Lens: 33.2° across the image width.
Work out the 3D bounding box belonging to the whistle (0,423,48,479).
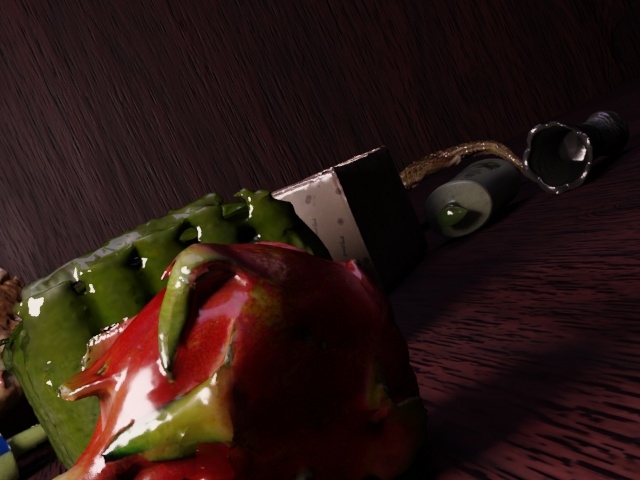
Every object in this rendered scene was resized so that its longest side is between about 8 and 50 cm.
[{"bbox_3d":[-0.411,0.267,1.270,0.227,0.085,0.105,-27,1,-38],"label":"whistle"}]

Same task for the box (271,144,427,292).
[{"bbox_3d":[0.000,0.000,1.554,0.225,0.190,0.297,-22,5,20],"label":"box"}]

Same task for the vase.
[{"bbox_3d":[0.411,-0.150,1.686,0.115,0.115,0.237,-22,0,35],"label":"vase"}]

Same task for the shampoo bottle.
[{"bbox_3d":[0.230,-0.062,1.669,0.118,0.087,0.234,-21,6,28],"label":"shampoo bottle"}]

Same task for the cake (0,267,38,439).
[{"bbox_3d":[-0.534,0.179,1.473,0.282,0.290,0.256,-51,-6,25],"label":"cake"}]

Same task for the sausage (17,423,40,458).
[{"bbox_3d":[-0.399,0.275,1.537,0.028,0.025,0.198,-20,5,25],"label":"sausage"}]

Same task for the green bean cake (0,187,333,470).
[{"bbox_3d":[-0.158,0.093,1.094,0.335,0.218,0.319,-25,3,-22],"label":"green bean cake"}]

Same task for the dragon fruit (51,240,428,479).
[{"bbox_3d":[-0.060,0.117,0.661,0.269,0.198,0.200,-50,-34,2],"label":"dragon fruit"}]

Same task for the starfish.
[{"bbox_3d":[0.189,-0.079,2.005,0.398,0.132,0.384,-27,7,22],"label":"starfish"}]
